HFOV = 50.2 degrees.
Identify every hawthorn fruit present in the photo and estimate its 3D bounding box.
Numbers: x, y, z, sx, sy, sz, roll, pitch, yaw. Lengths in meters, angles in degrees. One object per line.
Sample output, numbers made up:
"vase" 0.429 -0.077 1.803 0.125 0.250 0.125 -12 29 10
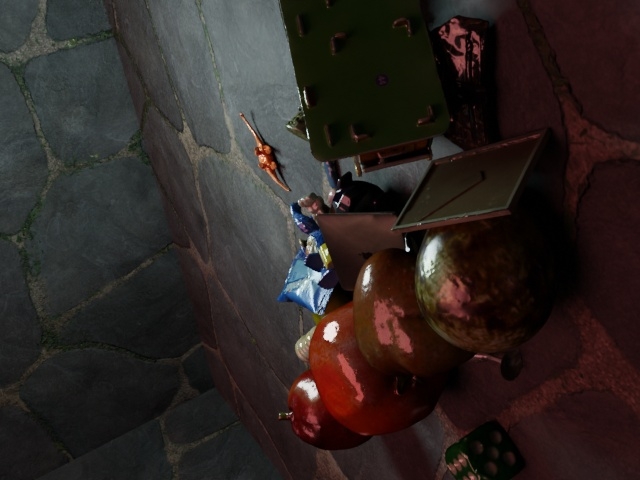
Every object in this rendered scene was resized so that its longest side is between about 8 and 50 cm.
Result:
"hawthorn fruit" 0.027 0.491 2.024 0.265 0.307 0.265 176 90 -82
"hawthorn fruit" 0.190 0.126 1.397 0.268 0.267 0.301 154 103 -67

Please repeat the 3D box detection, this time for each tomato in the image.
"tomato" 0.134 0.297 1.641 0.325 0.293 0.290 61 158 -1

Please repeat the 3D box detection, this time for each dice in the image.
"dice" 0.366 0.499 1.552 0.131 0.120 0.128 59 157 20

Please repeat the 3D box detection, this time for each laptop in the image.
"laptop" 0.108 0.031 1.548 0.187 0.015 0.269 0 138 20

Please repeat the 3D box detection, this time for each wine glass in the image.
"wine glass" 0.337 0.241 1.445 0.198 0.066 0.066 9 120 62

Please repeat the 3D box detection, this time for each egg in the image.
"egg" 0.281 0.048 1.165 0.238 0.238 0.289 18 110 60

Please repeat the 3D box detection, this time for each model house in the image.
"model house" 0.074 -0.288 1.258 0.313 0.242 0.358 73 -177 -79

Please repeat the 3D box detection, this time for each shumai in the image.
"shumai" -0.024 -0.291 1.692 0.099 0.087 0.124 25 -179 32

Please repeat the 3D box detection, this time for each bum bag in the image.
"bum bag" 0.243 -0.257 1.158 0.102 0.069 0.248 3 119 26

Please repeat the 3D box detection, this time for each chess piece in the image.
"chess piece" -0.022 0.335 2.264 0.094 0.094 0.170 58 152 18

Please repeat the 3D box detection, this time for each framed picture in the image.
"framed picture" 0.242 -0.094 1.125 0.016 0.184 0.250 47 148 -23

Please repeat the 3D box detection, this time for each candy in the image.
"candy" -0.031 0.116 2.000 0.077 0.187 0.331 30 168 -22

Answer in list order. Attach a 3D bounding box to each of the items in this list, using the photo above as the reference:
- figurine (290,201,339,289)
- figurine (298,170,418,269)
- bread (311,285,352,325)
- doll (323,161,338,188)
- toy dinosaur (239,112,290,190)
"figurine" 0.003 0.009 1.856 0.164 0.120 0.262 72 180 -47
"figurine" 0.086 -0.033 1.607 0.308 0.143 0.308 10 137 9
"bread" 0.096 0.286 1.933 0.383 0.112 0.166 47 150 36
"doll" 0.027 -0.181 1.748 0.037 0.027 0.125 27 139 56
"toy dinosaur" -0.173 -0.265 2.050 0.101 0.055 0.280 -122 7 -86
